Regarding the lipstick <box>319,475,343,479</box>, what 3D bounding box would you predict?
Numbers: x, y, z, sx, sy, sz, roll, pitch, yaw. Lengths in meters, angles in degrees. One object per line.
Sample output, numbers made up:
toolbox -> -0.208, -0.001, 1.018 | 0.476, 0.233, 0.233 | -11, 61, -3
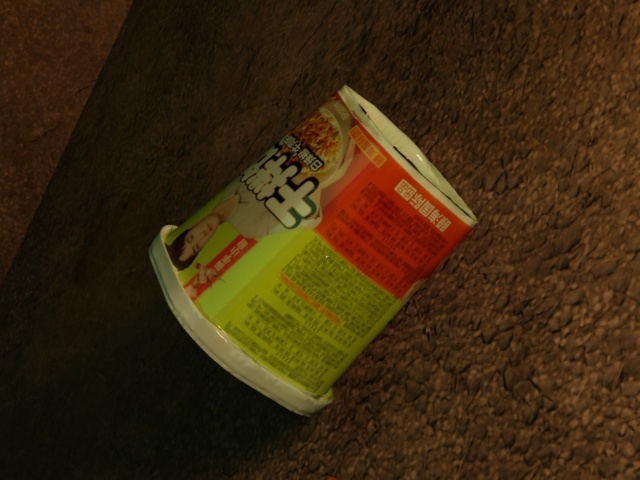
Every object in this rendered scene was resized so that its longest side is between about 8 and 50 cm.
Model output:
lipstick -> -0.024, 0.322, 1.319 | 0.145, 0.045, 0.045 | -34, 44, 35

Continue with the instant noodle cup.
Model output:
instant noodle cup -> 0.000, 0.000, 1.344 | 0.308, 0.294, 0.294 | -45, 37, 11
